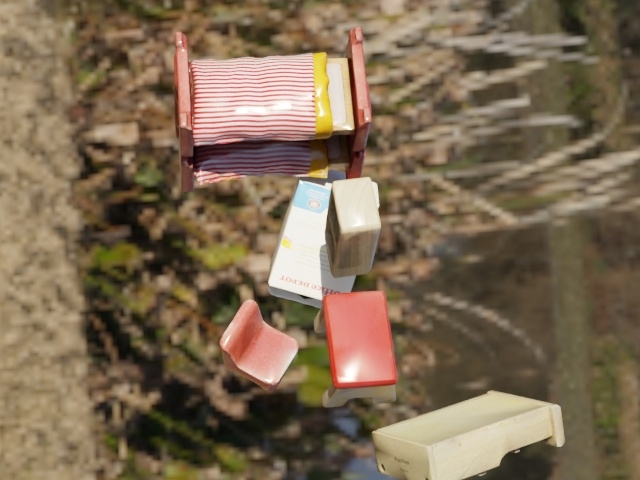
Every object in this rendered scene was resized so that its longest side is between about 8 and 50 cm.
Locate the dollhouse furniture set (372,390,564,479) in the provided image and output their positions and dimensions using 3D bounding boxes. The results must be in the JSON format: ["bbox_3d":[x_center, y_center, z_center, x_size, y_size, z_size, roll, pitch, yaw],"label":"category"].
[{"bbox_3d":[0.161,0.293,1.659,0.212,0.161,0.242,7,-72,58],"label":"dollhouse furniture set"}]

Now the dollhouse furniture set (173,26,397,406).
[{"bbox_3d":[-0.038,-0.023,1.692,0.152,0.201,0.374,98,-14,-64],"label":"dollhouse furniture set"}]

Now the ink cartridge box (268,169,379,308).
[{"bbox_3d":[0.000,0.000,1.839,0.090,0.092,0.143,-89,-163,-71],"label":"ink cartridge box"}]
